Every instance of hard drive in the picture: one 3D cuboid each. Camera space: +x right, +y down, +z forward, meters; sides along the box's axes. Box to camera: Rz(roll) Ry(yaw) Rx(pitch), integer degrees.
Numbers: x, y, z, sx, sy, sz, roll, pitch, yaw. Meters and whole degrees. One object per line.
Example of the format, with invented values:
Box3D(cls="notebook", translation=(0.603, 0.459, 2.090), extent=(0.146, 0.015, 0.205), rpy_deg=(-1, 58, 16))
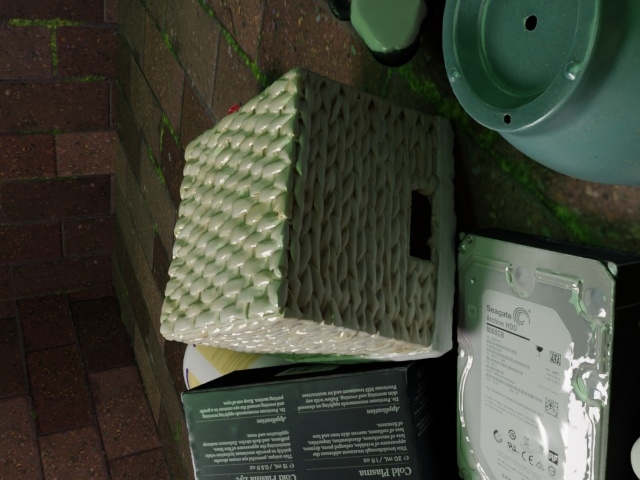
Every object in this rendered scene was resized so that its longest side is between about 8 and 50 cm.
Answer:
Box3D(cls="hard drive", translation=(0.252, 0.166, 0.751), extent=(0.237, 0.064, 0.338), rpy_deg=(19, 112, 61))

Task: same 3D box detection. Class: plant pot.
Box3D(cls="plant pot", translation=(0.231, -0.183, 0.553), extent=(0.293, 0.196, 0.293), rpy_deg=(23, 117, 60))

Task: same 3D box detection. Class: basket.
Box3D(cls="basket", translation=(-0.023, -0.009, 0.889), extent=(0.331, 0.266, 0.328), rpy_deg=(-18, 63, 52))

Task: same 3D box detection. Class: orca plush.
Box3D(cls="orca plush", translation=(0.080, -0.344, 0.920), extent=(0.102, 0.151, 0.287), rpy_deg=(66, 179, -63))

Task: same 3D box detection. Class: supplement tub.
Box3D(cls="supplement tub", translation=(-0.104, 0.288, 1.276), extent=(0.331, 0.241, 0.241), rpy_deg=(25, 119, 53))

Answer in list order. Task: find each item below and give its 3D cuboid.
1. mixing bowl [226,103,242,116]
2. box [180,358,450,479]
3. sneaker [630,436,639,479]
Box3D(cls="mixing bowl", translation=(-0.131, -0.196, 1.374), extent=(0.181, 0.098, 0.181), rpy_deg=(23, 116, 59))
Box3D(cls="box", translation=(0.004, 0.343, 0.958), extent=(0.343, 0.179, 0.312), rpy_deg=(-10, 86, 19))
Box3D(cls="sneaker", translation=(0.350, 0.188, 0.538), extent=(0.237, 0.086, 0.085), rpy_deg=(-33, 69, 62))
